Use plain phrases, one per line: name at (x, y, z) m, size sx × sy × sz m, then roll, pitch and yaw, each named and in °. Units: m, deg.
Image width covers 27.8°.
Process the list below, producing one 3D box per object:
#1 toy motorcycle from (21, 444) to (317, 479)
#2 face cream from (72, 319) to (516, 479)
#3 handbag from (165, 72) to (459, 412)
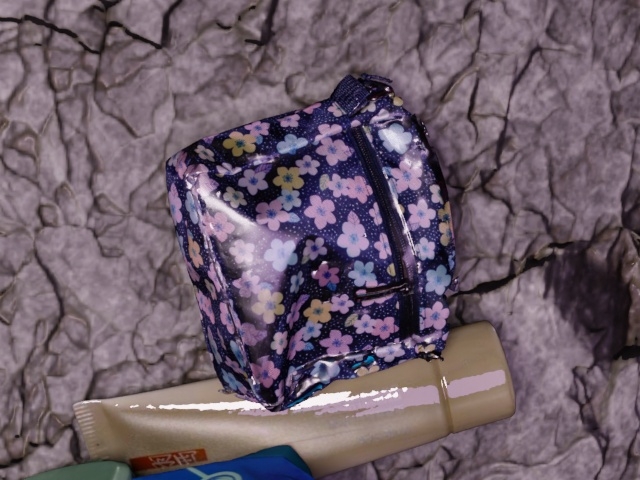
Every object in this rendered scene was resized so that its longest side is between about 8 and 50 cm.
toy motorcycle at (-0.093, 0.247, 0.965) m, size 0.326 × 0.200 × 0.191 m, roll -17°, pitch 112°, yaw 21°
face cream at (-0.016, 0.146, 1.047) m, size 0.341 × 0.084 × 0.137 m, roll -15°, pitch 114°, yaw -1°
handbag at (0.000, 0.000, 0.980) m, size 0.207 × 0.127 × 0.229 m, roll -19°, pitch 100°, yaw -20°
